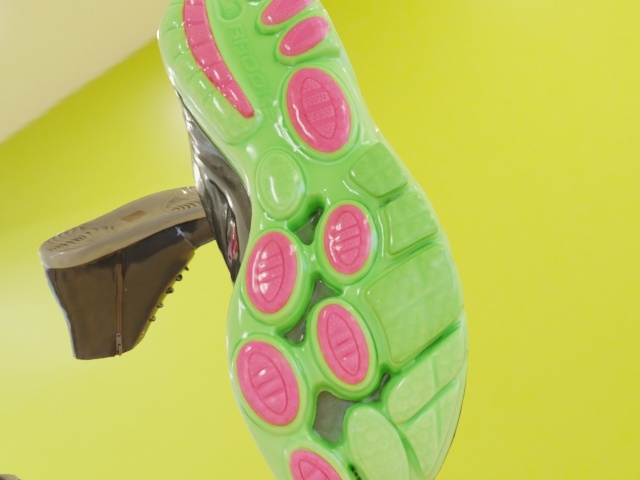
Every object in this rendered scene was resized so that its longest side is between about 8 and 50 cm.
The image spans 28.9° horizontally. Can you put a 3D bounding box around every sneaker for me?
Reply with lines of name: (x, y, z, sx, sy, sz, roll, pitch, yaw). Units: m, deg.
sneaker: (-0.158, 0.026, 1.192, 0.222, 0.118, 0.083, -22, 25, -31)
sneaker: (0.000, 0.000, 0.995, 0.185, 0.482, 0.202, -15, -28, 2)

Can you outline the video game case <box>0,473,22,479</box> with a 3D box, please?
video game case: (-0.320, 0.427, 1.350, 0.248, 0.274, 0.035, 19, 1, 44)
